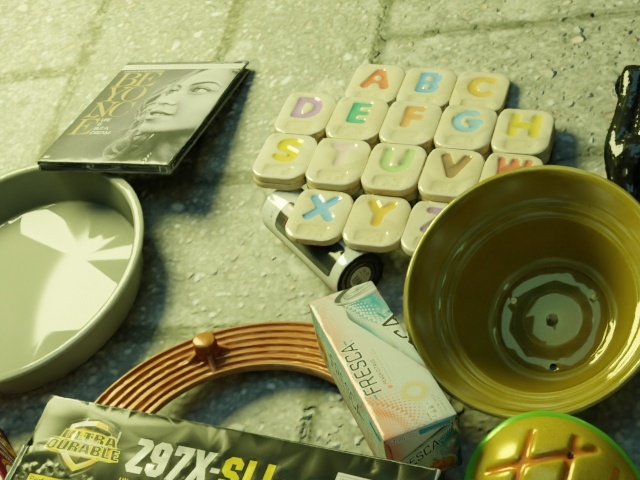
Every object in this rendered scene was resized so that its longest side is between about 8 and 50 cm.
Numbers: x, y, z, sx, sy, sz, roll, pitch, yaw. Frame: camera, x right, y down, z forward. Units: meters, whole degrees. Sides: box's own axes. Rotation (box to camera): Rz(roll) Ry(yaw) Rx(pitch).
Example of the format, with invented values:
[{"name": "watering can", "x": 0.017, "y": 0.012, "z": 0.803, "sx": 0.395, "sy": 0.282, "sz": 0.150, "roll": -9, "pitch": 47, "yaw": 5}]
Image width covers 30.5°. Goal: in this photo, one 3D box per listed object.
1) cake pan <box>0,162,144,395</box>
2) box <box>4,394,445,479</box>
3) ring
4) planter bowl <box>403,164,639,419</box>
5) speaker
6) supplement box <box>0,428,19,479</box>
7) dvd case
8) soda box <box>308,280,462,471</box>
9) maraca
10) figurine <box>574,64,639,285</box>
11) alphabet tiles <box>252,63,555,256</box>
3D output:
[{"name": "cake pan", "x": -0.310, "y": 0.040, "z": 1.224, "sx": 0.293, "sy": 0.054, "sz": 0.293, "roll": -11, "pitch": 49, "yaw": 13}, {"name": "box", "x": -0.097, "y": 0.254, "z": 0.805, "sx": 0.322, "sy": 0.079, "sz": 0.257, "roll": 6, "pitch": 49, "yaw": 20}, {"name": "ring", "x": -0.064, "y": 0.174, "z": 0.973, "sx": 0.336, "sy": 0.032, "sz": 0.337, "roll": -7, "pitch": 37, "yaw": 5}, {"name": "planter bowl", "x": 0.185, "y": 0.054, "z": 0.975, "sx": 0.217, "sy": 0.090, "sz": 0.217, "roll": -9, "pitch": 64, "yaw": 20}, {"name": "speaker", "x": 0.000, "y": 0.000, "z": 1.134, "sx": 0.055, "sy": 0.055, "sz": 0.136, "roll": -37, "pitch": 48, "yaw": -11}, {"name": "supplement box", "x": -0.303, "y": 0.225, "z": 1.031, "sx": 0.081, "sy": 0.104, "sz": 0.188, "roll": -35, "pitch": 48, "yaw": -10}, {"name": "dvd case", "x": -0.194, "y": -0.143, "z": 1.316, "sx": 0.164, "sy": 0.018, "sz": 0.221, "roll": 3, "pitch": 37, "yaw": 23}, {"name": "soda box", "x": 0.050, "y": 0.112, "z": 0.950, "sx": 0.063, "sy": 0.058, "sz": 0.183, "roll": -19, "pitch": 38, "yaw": -10}, {"name": "maraca", "x": 0.188, "y": 0.210, "z": 0.858, "sx": 0.127, "sy": 0.099, "sz": 0.186, "roll": -43, "pitch": 72, "yaw": 1}, {"name": "figurine", "x": 0.336, "y": -0.047, "z": 1.009, "sx": 0.215, "sy": 0.092, "sz": 0.209, "roll": 3, "pitch": 60, "yaw": 38}, {"name": "alphabet tiles", "x": 0.082, "y": -0.090, "z": 1.158, "sx": 0.284, "sy": 0.021, "sz": 0.278, "roll": 7, "pitch": 45, "yaw": 18}]
